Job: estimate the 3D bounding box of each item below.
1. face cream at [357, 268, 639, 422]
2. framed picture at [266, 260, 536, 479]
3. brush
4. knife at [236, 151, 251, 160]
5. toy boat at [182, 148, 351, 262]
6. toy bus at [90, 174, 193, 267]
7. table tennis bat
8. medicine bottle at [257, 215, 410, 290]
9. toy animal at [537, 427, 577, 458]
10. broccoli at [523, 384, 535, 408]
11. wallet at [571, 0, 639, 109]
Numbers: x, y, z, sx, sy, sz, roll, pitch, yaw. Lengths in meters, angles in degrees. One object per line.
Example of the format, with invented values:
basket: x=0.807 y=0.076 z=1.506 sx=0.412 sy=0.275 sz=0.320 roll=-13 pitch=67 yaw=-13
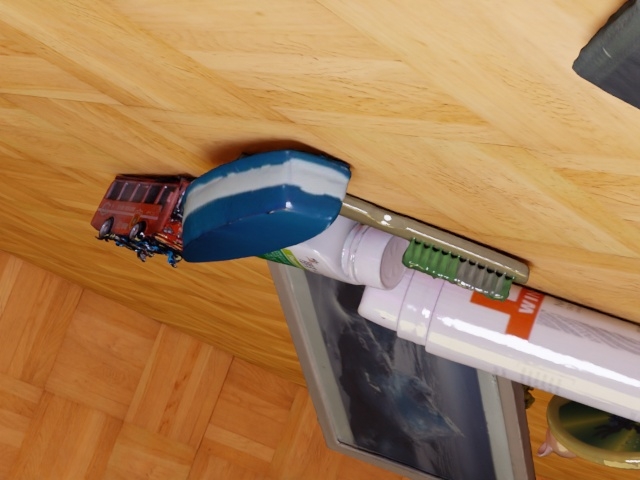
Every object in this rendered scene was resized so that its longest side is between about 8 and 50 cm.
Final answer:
face cream: x=0.208 y=0.098 z=1.659 sx=0.345 sy=0.102 sz=0.102 roll=19 pitch=170 yaw=11
framed picture: x=0.108 y=0.178 z=1.962 sx=0.326 sy=0.028 sz=0.446 roll=16 pitch=143 yaw=28
brush: x=0.069 y=-0.005 z=1.547 sx=0.282 sy=0.048 sz=0.054 roll=22 pitch=172 yaw=3
knife: x=-0.091 y=-0.066 z=1.585 sx=0.015 sy=0.028 sz=0.210 roll=41 pitch=168 yaw=-4
toy boat: x=-0.072 y=-0.026 z=1.508 sx=0.096 sy=0.062 sz=0.299 roll=13 pitch=165 yaw=-26
toy bus: x=-0.195 y=-0.027 z=1.816 sx=0.073 sy=0.096 sz=0.235 roll=26 pitch=170 yaw=-27
table tennis bat: x=0.323 y=0.172 z=1.744 sx=0.198 sy=0.050 sz=0.321 roll=-20 pitch=-154 yaw=-21
medicine bottle: x=0.000 y=0.000 z=1.641 sx=0.183 sy=0.069 sz=0.119 roll=14 pitch=167 yaw=29
toy animal: x=0.408 y=0.314 z=2.506 sx=0.083 sy=0.089 sz=0.150 roll=25 pitch=161 yaw=-7
broccoli: x=0.185 y=0.178 z=2.060 sx=0.198 sy=0.177 sz=0.275 roll=24 pitch=159 yaw=12
wallet: x=0.259 y=-0.062 z=0.818 sx=0.245 sy=0.052 sz=0.168 roll=26 pitch=171 yaw=-2
